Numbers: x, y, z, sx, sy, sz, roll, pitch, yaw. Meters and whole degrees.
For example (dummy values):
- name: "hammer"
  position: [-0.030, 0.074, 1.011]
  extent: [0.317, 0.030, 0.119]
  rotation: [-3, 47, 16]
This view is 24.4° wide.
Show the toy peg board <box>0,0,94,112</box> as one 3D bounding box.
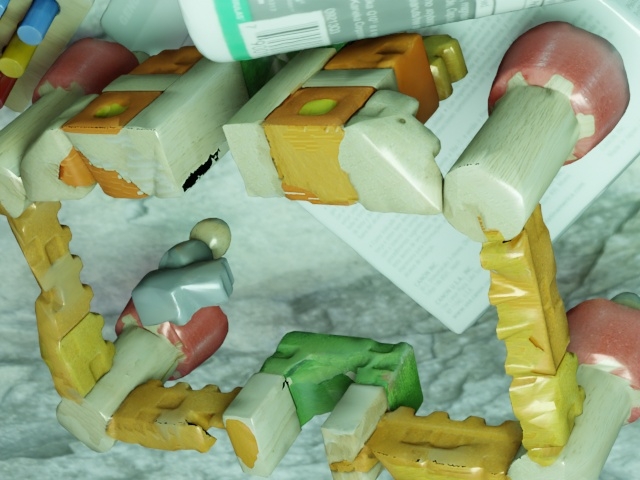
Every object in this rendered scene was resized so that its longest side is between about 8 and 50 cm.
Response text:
- name: "toy peg board"
  position: [-0.284, -0.163, 1.147]
  extent: [0.161, 0.079, 0.160]
  rotation: [30, 139, -16]

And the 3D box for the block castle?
- name: "block castle"
  position: [0.000, 0.000, 1.048]
  extent: [0.453, 0.213, 0.303]
  rotation: [3, 124, 30]

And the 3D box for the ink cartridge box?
- name: "ink cartridge box"
  position: [0.055, -0.153, 1.109]
  extent: [0.385, 0.091, 0.308]
  rotation: [41, 130, 2]

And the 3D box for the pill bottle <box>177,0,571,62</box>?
- name: "pill bottle"
  position: [0.087, -0.234, 0.878]
  extent: [0.361, 0.204, 0.204]
  rotation: [-10, 128, 3]
